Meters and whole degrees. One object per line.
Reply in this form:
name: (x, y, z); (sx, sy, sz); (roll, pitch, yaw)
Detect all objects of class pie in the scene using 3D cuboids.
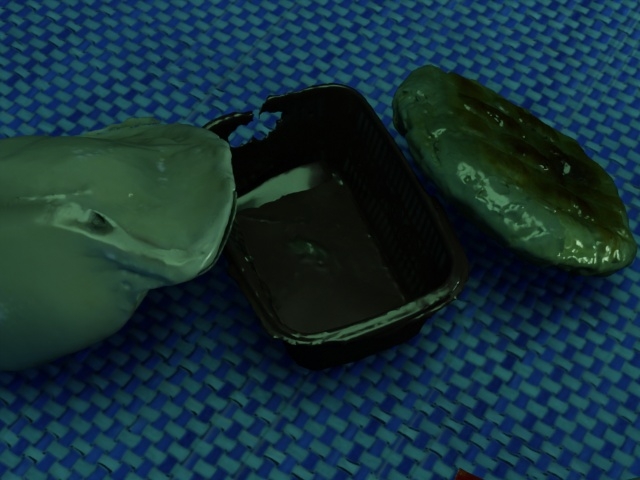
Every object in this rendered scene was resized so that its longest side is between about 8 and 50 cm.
pie: (0.209, -0.074, 1.154); (0.306, 0.071, 0.306); (24, 34, -18)

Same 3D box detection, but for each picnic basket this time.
picnic basket: (0.000, 0.000, 1.120); (0.222, 0.129, 0.297); (-19, 58, -15)

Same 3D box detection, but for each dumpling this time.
dumpling: (-0.246, -0.032, 1.051); (0.395, 0.233, 0.315); (-9, 40, 30)

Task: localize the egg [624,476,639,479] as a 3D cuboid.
egg: (0.275, 0.362, 0.834); (0.230, 0.230, 0.371); (1, 59, -4)

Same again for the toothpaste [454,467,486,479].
toothpaste: (0.110, 0.289, 0.992); (0.048, 0.031, 0.190); (23, 54, 15)
